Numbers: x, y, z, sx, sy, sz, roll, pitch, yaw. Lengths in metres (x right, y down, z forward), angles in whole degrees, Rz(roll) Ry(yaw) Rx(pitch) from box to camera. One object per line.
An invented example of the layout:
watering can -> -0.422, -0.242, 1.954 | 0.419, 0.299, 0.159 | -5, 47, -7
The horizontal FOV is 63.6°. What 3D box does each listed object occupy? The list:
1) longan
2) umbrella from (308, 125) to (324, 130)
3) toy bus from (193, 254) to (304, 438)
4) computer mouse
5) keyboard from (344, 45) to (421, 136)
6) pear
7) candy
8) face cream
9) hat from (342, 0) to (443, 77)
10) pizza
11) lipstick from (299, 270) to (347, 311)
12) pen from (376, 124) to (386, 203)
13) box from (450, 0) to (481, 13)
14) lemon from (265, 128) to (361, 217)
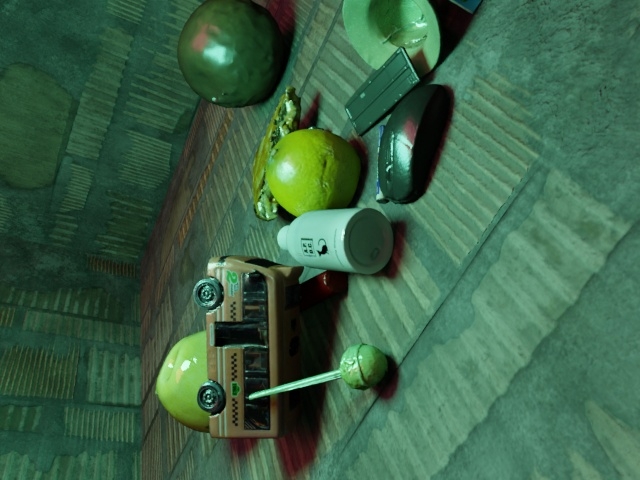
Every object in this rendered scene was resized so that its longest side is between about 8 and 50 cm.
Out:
longan -> -0.347, -0.719, 2.017 | 0.436, 0.403, 0.404 | -42, 41, 36
umbrella -> -0.039, -0.231, 1.550 | 0.080, 0.071, 0.225 | -65, -14, -86
toy bus -> -0.161, 0.249, 1.258 | 0.203, 0.232, 0.428 | 3, -94, -76
computer mouse -> 0.183, -0.213, 1.107 | 0.137, 0.086, 0.270 | 31, 105, 62
keyboard -> 0.115, -0.335, 1.296 | 0.381, 0.041, 0.104 | -31, 84, 53
pear -> -0.311, 0.401, 1.504 | 0.309, 0.309, 0.310 | -36, 46, 50
candy -> -0.014, 0.296, 1.090 | 0.335, 0.092, 0.093 | -22, 67, 22
face cream -> 0.000, 0.000, 1.237 | 0.369, 0.145, 0.146 | 0, 76, 55
hat -> 0.190, -0.506, 1.163 | 0.130, 0.257, 0.257 | -48, 18, -25
pizza -> -0.123, -0.276, 1.642 | 0.440, 0.130, 0.407 | -110, 38, -62
lipstick -> -0.033, 0.141, 1.348 | 0.279, 0.073, 0.073 | -34, 48, 52
pen -> 0.146, -0.183, 1.223 | 0.025, 0.025, 0.204 | -29, 52, 54
box -> 0.254, -0.572, 1.092 | 0.073, 0.139, 0.194 | -57, 32, 30
lemon -> -0.032, -0.178, 1.345 | 0.240, 0.219, 0.241 | -44, 36, 45
